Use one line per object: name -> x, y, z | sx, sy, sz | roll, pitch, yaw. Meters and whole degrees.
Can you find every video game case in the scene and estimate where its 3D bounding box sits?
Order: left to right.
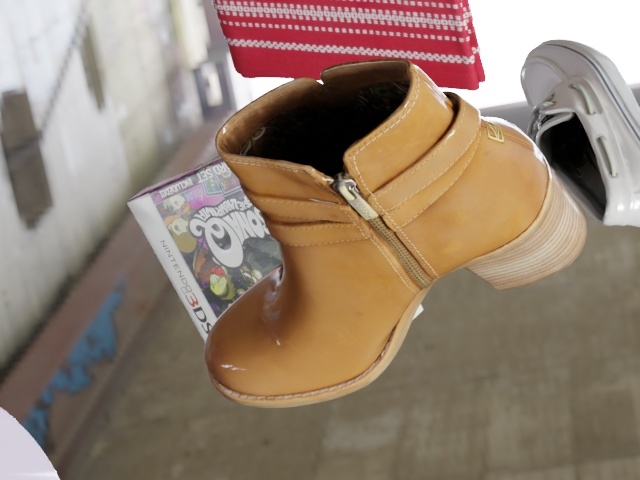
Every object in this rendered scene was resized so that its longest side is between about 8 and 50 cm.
video game case -> -0.046, 0.013, 1.721 | 0.232, 0.210, 0.042 | -21, -167, 37

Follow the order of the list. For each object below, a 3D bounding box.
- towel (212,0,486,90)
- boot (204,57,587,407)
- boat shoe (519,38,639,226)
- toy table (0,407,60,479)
towel -> -0.001, -0.215, 1.218 | 0.199, 0.275, 0.031 | 6, -137, 25
boot -> 0.000, 0.000, 1.105 | 0.283, 0.109, 0.220 | -20, 149, 26
boat shoe -> 0.194, -0.086, 1.378 | 0.076, 0.083, 0.226 | -6, -148, -22
toy table -> -0.291, 0.174, 1.044 | 0.161, 0.252, 0.274 | -34, 146, 27
